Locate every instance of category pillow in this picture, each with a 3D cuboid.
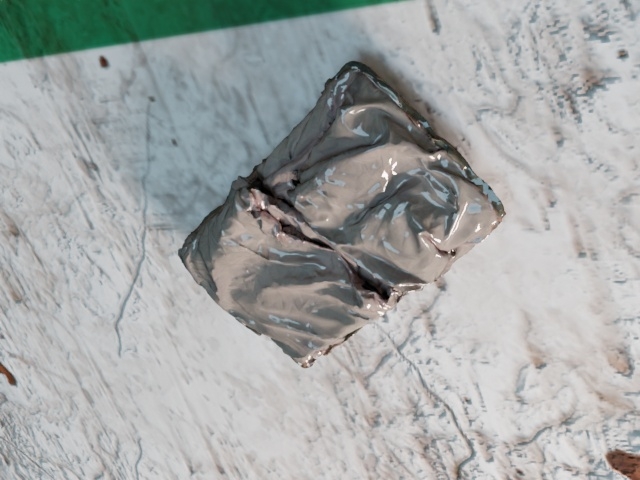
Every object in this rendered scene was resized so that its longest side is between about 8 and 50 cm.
[{"bbox_3d":[0.000,0.000,0.733,0.135,0.049,0.248,42,140,-7],"label":"pillow"}]
